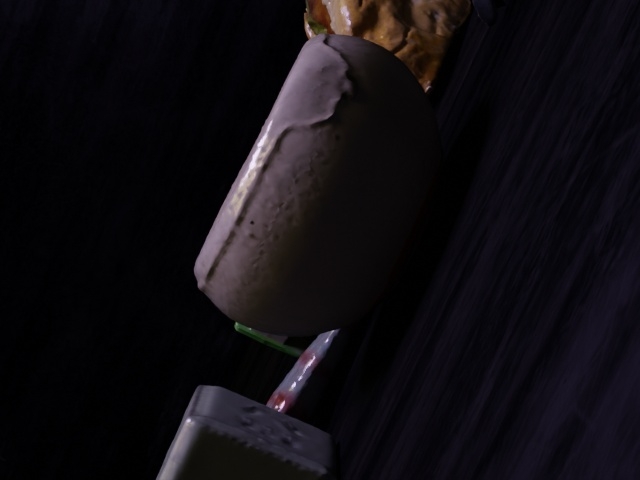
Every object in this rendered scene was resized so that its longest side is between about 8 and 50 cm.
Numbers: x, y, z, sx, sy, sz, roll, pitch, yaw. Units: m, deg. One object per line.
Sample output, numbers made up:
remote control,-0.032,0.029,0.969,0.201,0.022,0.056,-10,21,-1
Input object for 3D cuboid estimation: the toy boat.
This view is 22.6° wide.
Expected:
toy boat,-0.017,0.149,1.623,0.282,0.096,0.206,-58,-13,-13

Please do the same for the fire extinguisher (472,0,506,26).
fire extinguisher,0.152,-0.384,1.651,0.113,0.200,0.376,-33,23,30

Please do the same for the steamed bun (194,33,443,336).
steamed bun,0.014,-0.037,1.432,0.283,0.177,0.283,-63,4,8

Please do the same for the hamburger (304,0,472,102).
hamburger,0.072,-0.284,1.981,0.162,0.209,0.330,117,177,-47

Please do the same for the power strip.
power strip,-0.090,0.258,1.388,0.140,0.139,0.224,-96,30,-82

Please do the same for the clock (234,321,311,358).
clock,0.000,0.000,2.140,0.255,0.106,0.220,-54,13,54
